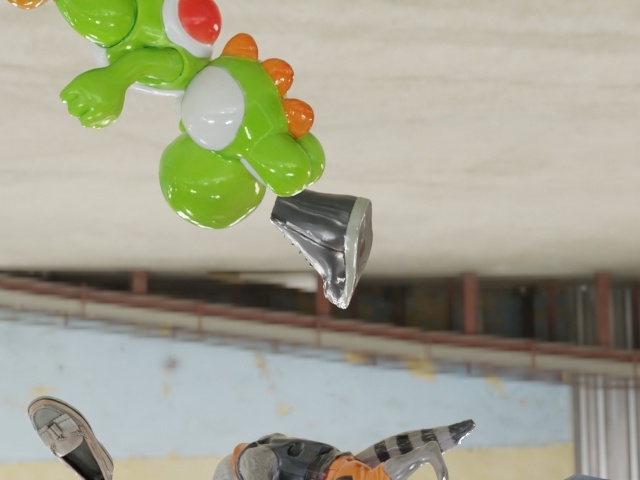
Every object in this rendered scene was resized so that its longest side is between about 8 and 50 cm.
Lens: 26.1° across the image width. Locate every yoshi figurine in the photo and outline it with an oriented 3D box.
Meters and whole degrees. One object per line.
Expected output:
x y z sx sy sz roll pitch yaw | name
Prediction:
-0.164 -0.147 1.399 0.203 0.362 0.203 -43 171 -23 | yoshi figurine

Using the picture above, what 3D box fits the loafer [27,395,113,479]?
-0.241 0.202 1.358 0.045 0.039 0.125 -31 125 4 | loafer

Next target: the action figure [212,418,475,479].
0.027 0.301 1.645 0.330 0.179 0.341 -1 162 21 | action figure

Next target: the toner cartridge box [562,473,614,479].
0.281 0.262 1.049 0.165 0.075 0.347 -21 -166 -38 | toner cartridge box

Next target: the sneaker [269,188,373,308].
0.000 0.000 1.759 0.118 0.083 0.222 18 147 10 | sneaker
